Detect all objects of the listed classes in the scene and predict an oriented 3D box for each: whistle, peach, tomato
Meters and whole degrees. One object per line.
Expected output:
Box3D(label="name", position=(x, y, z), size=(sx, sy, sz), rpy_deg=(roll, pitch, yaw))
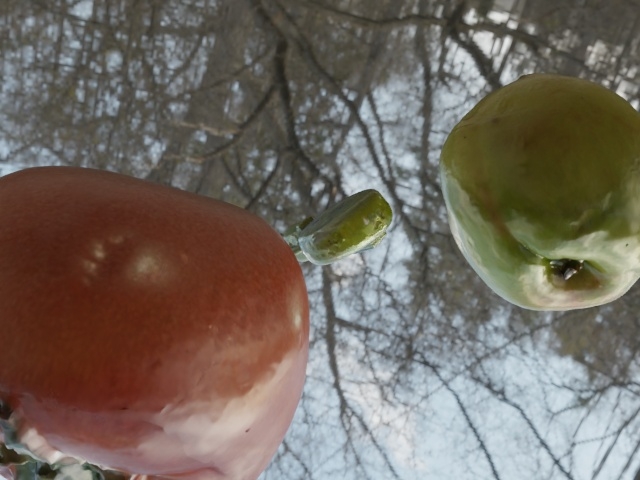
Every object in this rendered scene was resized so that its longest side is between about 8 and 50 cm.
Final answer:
Box3D(label="whistle", position=(0.000, 0.000, 0.978), size=(0.104, 0.198, 0.057), rpy_deg=(-40, -79, -38))
Box3D(label="peach", position=(0.328, -0.071, 1.246), size=(0.314, 0.281, 0.315), rpy_deg=(42, -134, -28))
Box3D(label="tomato", position=(-0.181, 0.074, 0.740), size=(0.341, 0.341, 0.272), rpy_deg=(14, -120, -3))
